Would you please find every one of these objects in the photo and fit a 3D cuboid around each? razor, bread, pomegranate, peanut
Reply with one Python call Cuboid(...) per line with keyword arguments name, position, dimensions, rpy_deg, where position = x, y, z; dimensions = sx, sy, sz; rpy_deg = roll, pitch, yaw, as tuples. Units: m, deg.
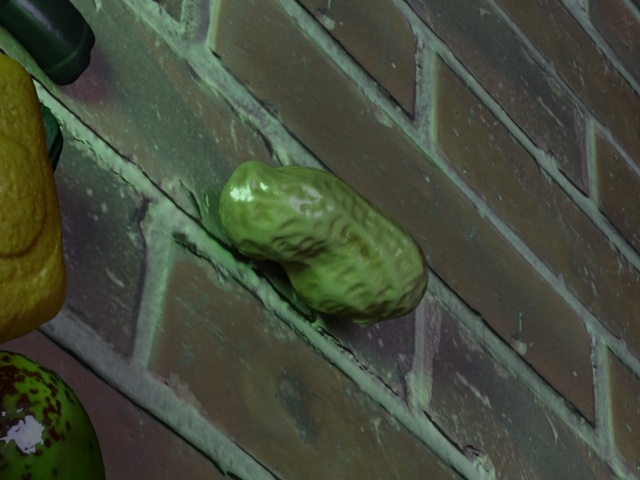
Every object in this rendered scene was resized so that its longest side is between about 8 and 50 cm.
Cuboid(name="razor", position=(-0.301, -0.239, 1.891), dimensions=(0.148, 0.054, 0.090), rpy_deg=(46, 30, -32))
Cuboid(name="bread", position=(-0.299, -0.034, 1.470), dimensions=(0.174, 0.121, 0.245), rpy_deg=(-9, 94, -60))
Cuboid(name="pomegranate", position=(-0.296, 0.171, 1.475), dimensions=(0.248, 0.214, 0.214), rpy_deg=(43, 13, 36))
Cuboid(name="peanut", position=(0.000, 0.000, 2.130), dimensions=(0.325, 0.140, 0.153), rpy_deg=(28, 88, -38))

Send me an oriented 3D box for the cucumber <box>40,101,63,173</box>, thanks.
Cuboid(name="cucumber", position=(-0.287, -0.060, 1.708), dimensions=(0.062, 0.116, 0.115), rpy_deg=(14, 45, 0))
